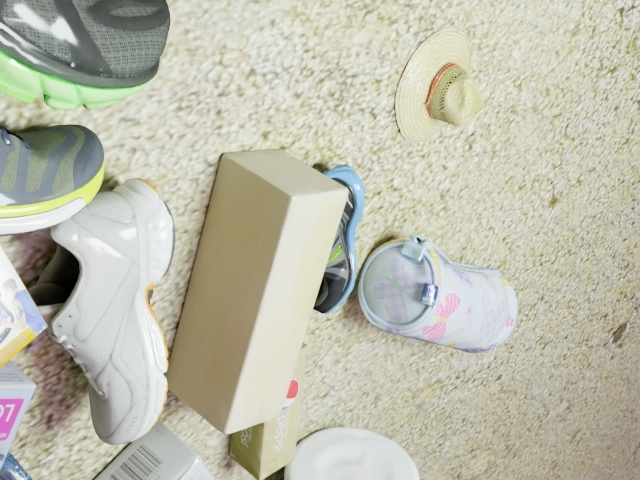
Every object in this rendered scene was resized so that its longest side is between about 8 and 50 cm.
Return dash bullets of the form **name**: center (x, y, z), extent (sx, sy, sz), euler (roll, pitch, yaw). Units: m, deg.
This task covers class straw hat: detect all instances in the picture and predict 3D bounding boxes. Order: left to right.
- **straw hat**: center (0.153, -0.166, 1.237), extent (0.144, 0.061, 0.144), euler (-32, 139, -32)

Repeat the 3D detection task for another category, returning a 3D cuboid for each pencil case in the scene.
- **pencil case**: center (0.157, 0.074, 1.394), extent (0.273, 0.113, 0.124), euler (21, 80, -56)

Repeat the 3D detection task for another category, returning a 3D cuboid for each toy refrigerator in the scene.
- **toy refrigerator**: center (-0.066, 0.051, 1.097), extent (0.094, 0.102, 0.269), euler (-10, 124, -49)

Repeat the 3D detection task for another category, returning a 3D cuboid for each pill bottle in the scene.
- **pill bottle**: center (0.027, 0.422, 1.450), extent (0.176, 0.176, 0.318), euler (-26, 135, -38)

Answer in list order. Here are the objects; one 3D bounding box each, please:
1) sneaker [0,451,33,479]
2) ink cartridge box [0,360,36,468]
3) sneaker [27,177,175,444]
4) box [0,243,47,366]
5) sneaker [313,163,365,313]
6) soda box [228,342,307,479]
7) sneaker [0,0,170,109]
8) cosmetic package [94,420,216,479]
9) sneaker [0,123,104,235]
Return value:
- **sneaker**: center (-0.291, 0.255, 1.021), extent (0.058, 0.052, 0.135), euler (-35, 140, -24)
- **ink cartridge box**: center (-0.376, 0.239, 0.893), extent (0.186, 0.065, 0.311), euler (12, 109, -54)
- **sneaker**: center (-0.206, 0.073, 0.958), extent (0.121, 0.099, 0.262), euler (-14, 120, -37)
- **box**: center (-0.278, 0.038, 0.843), extent (0.081, 0.028, 0.136), euler (-45, 128, -35)
- **sneaker**: center (0.000, 0.000, 1.188), extent (0.078, 0.067, 0.188), euler (-12, 131, -21)
- **soda box**: center (-0.063, 0.189, 1.254), extent (0.061, 0.058, 0.181), euler (-25, 134, -39)
- **sneaker**: center (-0.201, -0.239, 0.589), extent (0.202, 0.185, 0.483), euler (-38, 147, 3)
- **cosmetic package**: center (-0.163, 0.312, 1.202), extent (0.117, 0.085, 0.231), euler (-45, 143, -18)
- **sneaker**: center (-0.266, -0.067, 0.745), extent (0.300, 0.111, 0.121), euler (-14, 115, -54)
